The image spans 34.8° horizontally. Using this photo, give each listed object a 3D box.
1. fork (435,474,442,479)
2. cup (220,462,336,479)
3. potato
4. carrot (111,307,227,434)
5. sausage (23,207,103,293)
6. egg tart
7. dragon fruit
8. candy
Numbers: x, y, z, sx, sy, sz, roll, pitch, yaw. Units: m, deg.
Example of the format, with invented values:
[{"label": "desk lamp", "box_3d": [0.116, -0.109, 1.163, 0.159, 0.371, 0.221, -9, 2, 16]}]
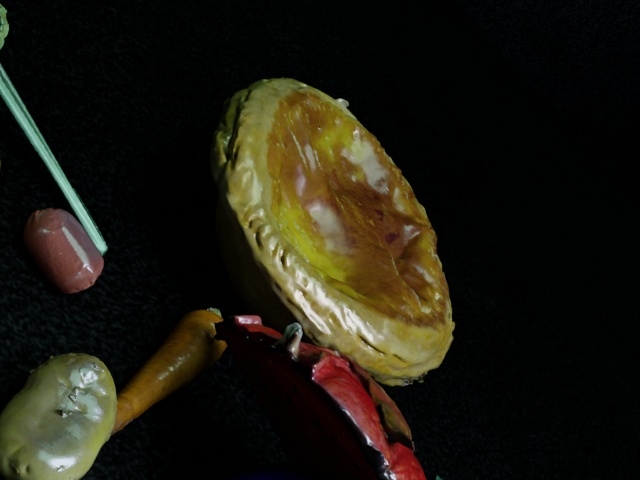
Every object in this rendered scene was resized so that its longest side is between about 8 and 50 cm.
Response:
[{"label": "fork", "box_3d": [0.235, 0.408, 1.387, 0.235, 0.021, 0.039, 52, 25, -5]}, {"label": "cup", "box_3d": [-0.092, 0.330, 0.885, 0.178, 0.255, 0.256, 26, 12, 30]}, {"label": "potato", "box_3d": [-0.230, 0.160, 0.892, 0.091, 0.070, 0.138, 33, 46, -5]}, {"label": "carrot", "box_3d": [-0.161, 0.141, 1.042, 0.061, 0.061, 0.257, 51, 33, -7]}, {"label": "sausage", "box_3d": [-0.259, 0.008, 1.033, 0.094, 0.054, 0.059, 55, 29, 1]}, {"label": "egg tart", "box_3d": [0.000, 0.000, 1.307, 0.443, 0.178, 0.443, 40, 31, -30]}, {"label": "dragon fruit", "box_3d": [0.045, 0.218, 1.011, 0.282, 0.100, 0.344, 15, -47, 65]}, {"label": "candy", "box_3d": [-0.317, -0.128, 1.087, 0.335, 0.092, 0.093, 60, -9, -6]}]
